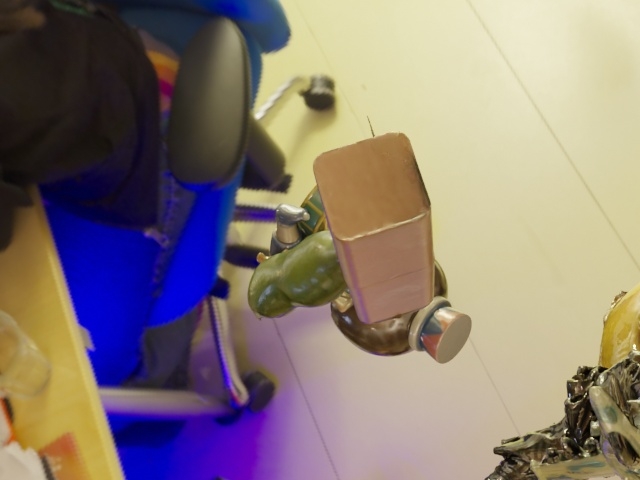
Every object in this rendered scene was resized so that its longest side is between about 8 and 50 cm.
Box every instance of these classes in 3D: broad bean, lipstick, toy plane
[{"bbox_3d":[0.005,0.010,1.053,0.056,0.318,0.098,-9,64,-35],"label":"broad bean"},{"bbox_3d":[0.029,0.000,0.505,0.045,0.145,0.045,-16,71,1],"label":"lipstick"},{"bbox_3d":[0.251,0.157,0.855,0.192,0.262,0.088,-12,48,22],"label":"toy plane"}]

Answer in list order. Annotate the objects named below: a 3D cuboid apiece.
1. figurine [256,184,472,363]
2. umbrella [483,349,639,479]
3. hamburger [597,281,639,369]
[{"bbox_3d":[0.065,0.045,1.295,0.275,0.161,0.158,41,114,11],"label":"figurine"},{"bbox_3d":[0.313,0.257,1.380,0.336,0.128,0.154,-32,48,36],"label":"umbrella"},{"bbox_3d":[0.605,0.188,1.443,0.277,0.395,0.396,-42,41,52],"label":"hamburger"}]
